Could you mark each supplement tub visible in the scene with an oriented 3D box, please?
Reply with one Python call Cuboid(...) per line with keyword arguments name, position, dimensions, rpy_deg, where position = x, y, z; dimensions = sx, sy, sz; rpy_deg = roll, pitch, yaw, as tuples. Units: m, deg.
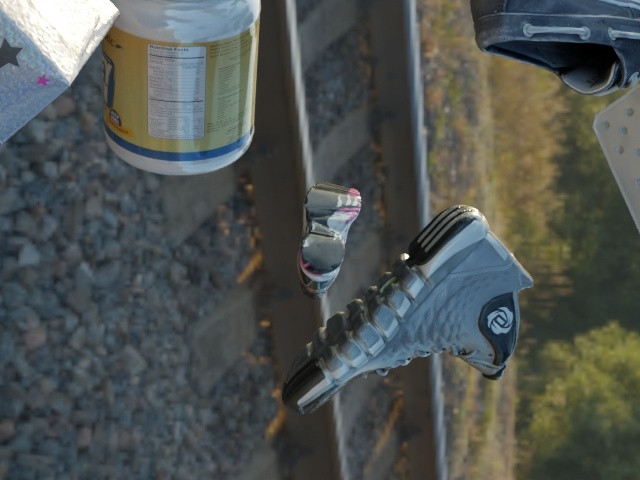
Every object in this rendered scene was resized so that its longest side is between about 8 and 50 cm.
Cuboid(name="supplement tub", position=(-0.129, -0.176, 1.102), dimensions=(0.144, 0.144, 0.199), rpy_deg=(-66, 165, -53))

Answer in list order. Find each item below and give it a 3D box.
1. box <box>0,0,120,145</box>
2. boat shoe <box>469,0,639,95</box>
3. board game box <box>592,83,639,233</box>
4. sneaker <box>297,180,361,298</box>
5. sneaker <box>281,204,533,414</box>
Cuboid(name="box", position=(-0.279, -0.182, 0.805), dimensions=(0.247, 0.142, 0.163), rpy_deg=(47, 21, -19))
Cuboid(name="boat shoe", position=(0.255, -0.179, 1.090), dimensions=(0.301, 0.108, 0.102), rpy_deg=(10, 73, -38))
Cuboid(name="board game box", position=(0.566, -0.077, 1.497), dimensions=(0.050, 0.390, 0.390), rpy_deg=(-7, 69, -41))
Cuboid(name="sneaker", position=(0.000, 0.000, 1.495), dimensions=(0.178, 0.072, 0.077), rpy_deg=(-68, 176, -47))
Cuboid(name="sneaker", position=(0.084, 0.091, 0.987), dimensions=(0.132, 0.229, 0.086), rpy_deg=(42, 13, -15))
